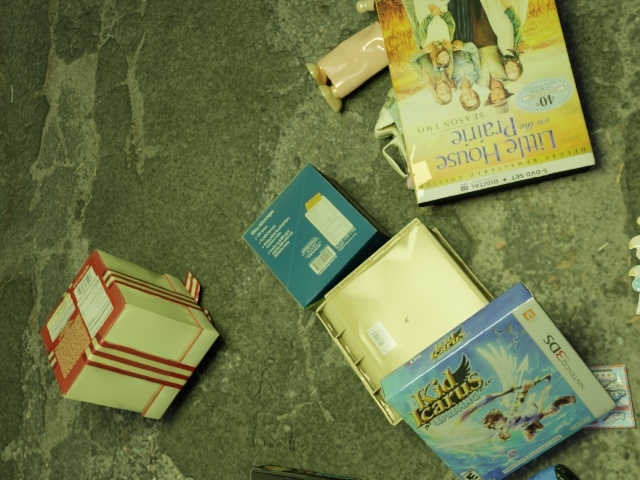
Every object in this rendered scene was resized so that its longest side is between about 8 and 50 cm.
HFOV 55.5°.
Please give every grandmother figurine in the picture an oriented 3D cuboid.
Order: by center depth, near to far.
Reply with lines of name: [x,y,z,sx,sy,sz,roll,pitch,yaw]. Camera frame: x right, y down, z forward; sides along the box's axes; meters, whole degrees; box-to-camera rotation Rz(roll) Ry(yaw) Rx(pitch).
grandmother figurine: [0.138,-0.414,1.232,0.342,0.104,0.207,-31,81,13]

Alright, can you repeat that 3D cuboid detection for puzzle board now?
puzzle board: [0.431,0.254,0.985,0.128,0.011,0.096,-9,75,23]

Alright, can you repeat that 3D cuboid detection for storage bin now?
storage bin: [0.170,0.145,1.072,0.260,0.123,0.262,-41,65,12]

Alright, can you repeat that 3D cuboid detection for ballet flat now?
ballet flat: [0.152,-0.197,1.180,0.079,0.077,0.221,-20,72,0]

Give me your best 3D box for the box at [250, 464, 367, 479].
box: [0.002,0.573,1.084,0.293,0.073,0.295,0,78,24]

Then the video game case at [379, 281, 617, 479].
video game case: [0.273,0.236,0.939,0.269,0.061,0.244,-38,106,11]

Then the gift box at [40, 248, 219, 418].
gift box: [-0.383,0.177,1.259,0.255,0.258,0.276,-51,43,9]

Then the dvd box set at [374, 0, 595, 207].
dvd box set: [0.281,-0.294,1.092,0.308,0.062,0.420,-11,82,12]

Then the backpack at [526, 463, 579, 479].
backpack: [0.363,0.414,0.933,0.101,0.098,0.120,-32,68,20]

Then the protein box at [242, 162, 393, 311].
protein box: [0.000,0.000,1.176,0.200,0.136,0.201,-47,64,9]

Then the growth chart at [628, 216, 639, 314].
growth chart: [0.579,0.074,0.951,0.172,0.021,0.237,-2,77,26]
